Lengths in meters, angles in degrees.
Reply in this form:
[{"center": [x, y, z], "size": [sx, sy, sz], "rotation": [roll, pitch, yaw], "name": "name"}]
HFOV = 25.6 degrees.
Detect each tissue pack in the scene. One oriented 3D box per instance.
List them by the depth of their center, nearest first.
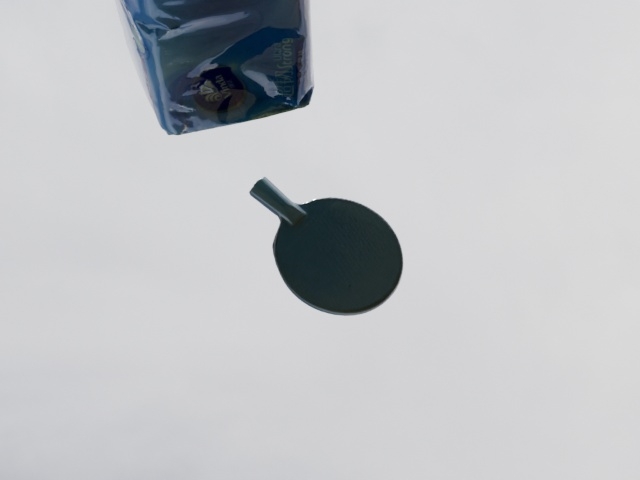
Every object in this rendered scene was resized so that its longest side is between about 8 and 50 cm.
[{"center": [-0.096, -0.240, 1.077], "size": [0.146, 0.198, 0.263], "rotation": [-15, -33, -7], "name": "tissue pack"}]

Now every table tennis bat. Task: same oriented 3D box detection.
[{"center": [0.000, 0.000, 1.172], "size": [0.100, 0.155, 0.019], "rotation": [-44, -21, -16], "name": "table tennis bat"}]
